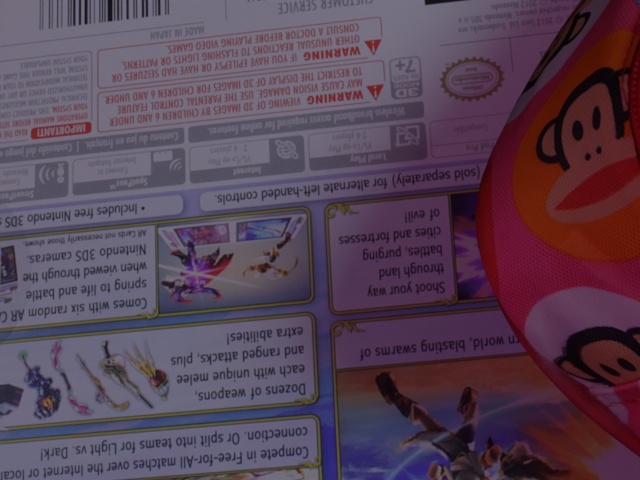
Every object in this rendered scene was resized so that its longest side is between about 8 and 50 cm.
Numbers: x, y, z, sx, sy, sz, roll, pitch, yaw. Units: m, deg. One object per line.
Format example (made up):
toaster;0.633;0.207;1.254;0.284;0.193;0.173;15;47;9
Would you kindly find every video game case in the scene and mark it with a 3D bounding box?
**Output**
video game case;-0.004;0.009;0.586;0.270;0.061;0.244;-5;69;8

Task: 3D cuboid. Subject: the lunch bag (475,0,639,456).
lunch bag;0.208;-0.004;0.523;0.293;0.258;0.120;40;142;-9
